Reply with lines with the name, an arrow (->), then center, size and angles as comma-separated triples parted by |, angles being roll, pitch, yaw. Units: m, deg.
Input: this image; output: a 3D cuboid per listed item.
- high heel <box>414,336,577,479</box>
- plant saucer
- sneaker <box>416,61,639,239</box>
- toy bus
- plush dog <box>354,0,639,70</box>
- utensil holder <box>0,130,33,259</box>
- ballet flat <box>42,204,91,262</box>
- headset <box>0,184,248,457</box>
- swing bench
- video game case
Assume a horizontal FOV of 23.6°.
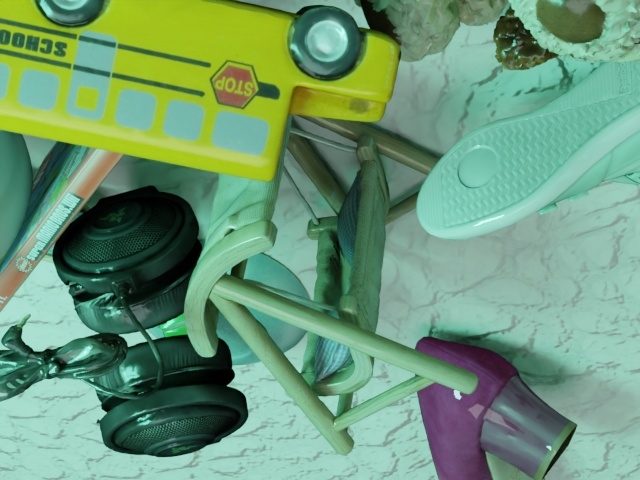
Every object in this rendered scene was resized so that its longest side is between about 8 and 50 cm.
high heel -> 0.157, 0.238, 1.694 | 0.181, 0.127, 0.377 | 36, 144, 15
plant saucer -> -0.107, 0.078, 1.588 | 0.195, 0.037, 0.195 | 5, 137, 5
sneaker -> 0.215, -0.055, 1.295 | 0.256, 0.094, 0.151 | -31, 146, 14
toy bus -> -0.118, -0.126, 1.091 | 0.333, 0.108, 0.130 | 11, 98, -6
plush dog -> 0.190, -0.209, 1.151 | 0.225, 0.210, 0.262 | 29, 164, -39
utensil holder -> -0.433, -0.149, 1.196 | 0.328, 0.327, 0.385 | -1, 134, 12
ballet flat -> -0.331, -0.033, 1.480 | 0.248, 0.086, 0.086 | 20, 137, -12
headset -> -0.175, 0.083, 1.342 | 0.185, 0.394, 0.243 | -15, 92, 3
swing bench -> 0.000, 0.000, 1.323 | 0.255, 0.253, 0.165 | 37, 131, -26
video game case -> -0.202, -0.077, 1.313 | 0.025, 0.204, 0.285 | 30, 134, -15
